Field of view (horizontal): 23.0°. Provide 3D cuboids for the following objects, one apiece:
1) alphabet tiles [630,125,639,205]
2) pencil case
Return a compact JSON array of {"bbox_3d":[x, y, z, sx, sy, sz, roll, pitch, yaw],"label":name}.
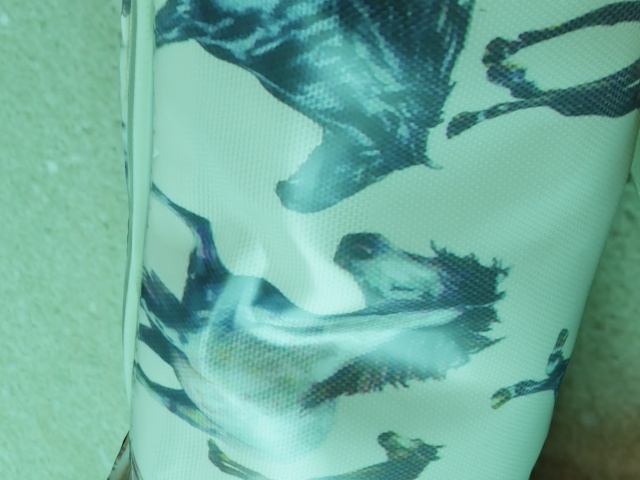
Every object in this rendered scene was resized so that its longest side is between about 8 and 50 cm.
[{"bbox_3d":[0.135,-0.183,0.510,0.285,0.011,0.342,-11,103,35],"label":"alphabet tiles"},{"bbox_3d":[0.000,0.000,0.534,0.184,0.160,0.410,3,131,-8],"label":"pencil case"}]
